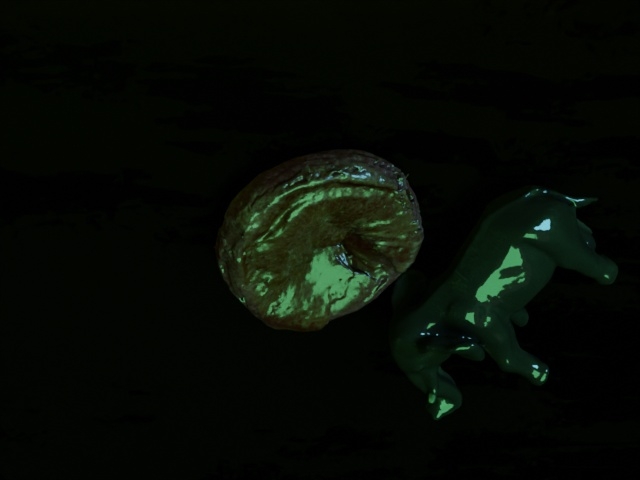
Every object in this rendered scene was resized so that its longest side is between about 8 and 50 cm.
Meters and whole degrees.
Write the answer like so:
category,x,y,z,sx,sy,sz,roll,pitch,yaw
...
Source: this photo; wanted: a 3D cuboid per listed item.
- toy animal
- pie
category,x,y,z,sx,sy,sz,roll,pitch,yaw
toy animal,0.148,0.051,1.407,0.146,0.114,0.245,24,98,-41
pie,0.000,0.000,1.339,0.182,0.049,0.182,-13,131,-15
